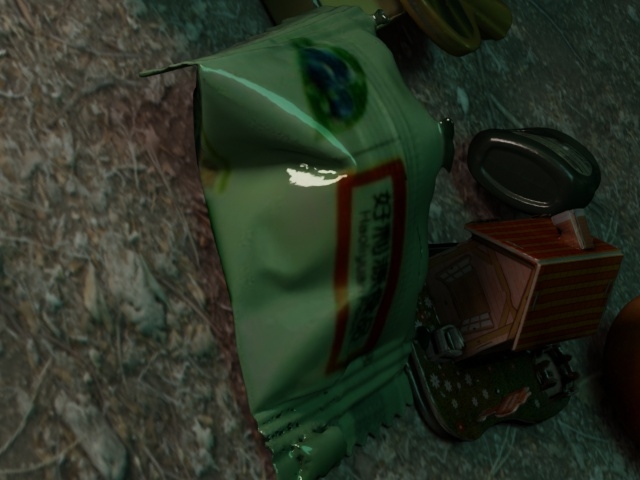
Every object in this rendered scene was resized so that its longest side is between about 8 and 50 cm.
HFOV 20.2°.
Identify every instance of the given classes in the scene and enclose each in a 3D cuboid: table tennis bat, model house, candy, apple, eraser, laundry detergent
[{"bbox_3d":[0.131,-0.276,1.973,0.321,0.050,0.198,16,46,-61],"label":"table tennis bat"},{"bbox_3d":[0.212,0.073,1.815,0.294,0.154,0.207,-5,72,-55],"label":"model house"},{"bbox_3d":[-0.005,0.001,1.598,0.263,0.172,0.398,-19,105,-46],"label":"candy"},{"bbox_3d":[0.433,0.155,2.041,0.235,0.173,0.210,18,55,-49],"label":"apple"},{"bbox_3d":[0.011,-0.255,1.835,0.117,0.058,0.172,62,34,-6],"label":"eraser"},{"bbox_3d":[0.246,-0.087,2.010,0.144,0.078,0.221,28,18,12],"label":"laundry detergent"}]
